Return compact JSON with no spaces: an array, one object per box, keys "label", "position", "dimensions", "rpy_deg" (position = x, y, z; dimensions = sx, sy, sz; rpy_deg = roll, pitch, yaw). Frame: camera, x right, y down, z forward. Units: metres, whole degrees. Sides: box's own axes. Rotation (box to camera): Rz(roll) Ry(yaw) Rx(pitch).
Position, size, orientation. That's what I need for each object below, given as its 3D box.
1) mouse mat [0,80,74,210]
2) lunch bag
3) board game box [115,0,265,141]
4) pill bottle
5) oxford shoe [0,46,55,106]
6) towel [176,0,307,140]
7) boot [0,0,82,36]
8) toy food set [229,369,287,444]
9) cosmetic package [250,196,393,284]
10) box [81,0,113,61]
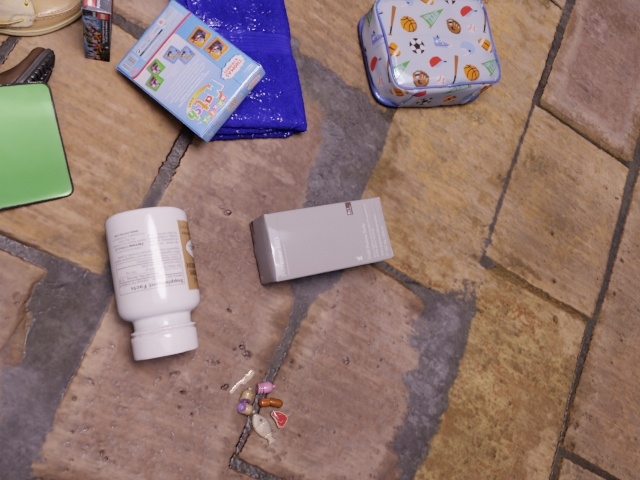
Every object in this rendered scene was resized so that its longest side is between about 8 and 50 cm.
[{"label":"mouse mat","position":[-0.483,-0.146,0.852],"dimensions":[0.153,0.007,0.189],"rpy_deg":[-17,112,-32]},{"label":"lunch bag","position":[0.242,-0.421,1.191],"dimensions":[0.304,0.115,0.243],"rpy_deg":[-10,81,-22]},{"label":"board game box","position":[-0.228,-0.297,0.953],"dimensions":[0.211,0.039,0.160],"rpy_deg":[40,90,12]},{"label":"pill bottle","position":[-0.265,0.070,0.882],"dimensions":[0.131,0.131,0.229],"rpy_deg":[-8,83,-23]},{"label":"oxford shoe","position":[-0.520,-0.240,0.868],"dimensions":[0.096,0.083,0.227],"rpy_deg":[39,68,-9]},{"label":"towel","position":[-0.149,-0.348,1.039],"dimensions":[0.228,0.076,0.307],"rpy_deg":[-8,83,-22]},{"label":"boot","position":[-0.500,-0.407,0.839],"dimensions":[0.262,0.203,0.095],"rpy_deg":[-14,85,-24]},{"label":"toy food set","position":[-0.101,0.293,0.966],"dimensions":[0.078,0.019,0.122],"rpy_deg":[-42,97,-23]},{"label":"cosmetic package","position":[0.000,0.000,1.018],"dimensions":[0.238,0.107,0.127],"rpy_deg":[-12,87,-26]},{"label":"box","position":[-0.372,-0.449,0.924],"dimensions":[0.044,0.159,0.232],"rpy_deg":[3,79,-21]}]
